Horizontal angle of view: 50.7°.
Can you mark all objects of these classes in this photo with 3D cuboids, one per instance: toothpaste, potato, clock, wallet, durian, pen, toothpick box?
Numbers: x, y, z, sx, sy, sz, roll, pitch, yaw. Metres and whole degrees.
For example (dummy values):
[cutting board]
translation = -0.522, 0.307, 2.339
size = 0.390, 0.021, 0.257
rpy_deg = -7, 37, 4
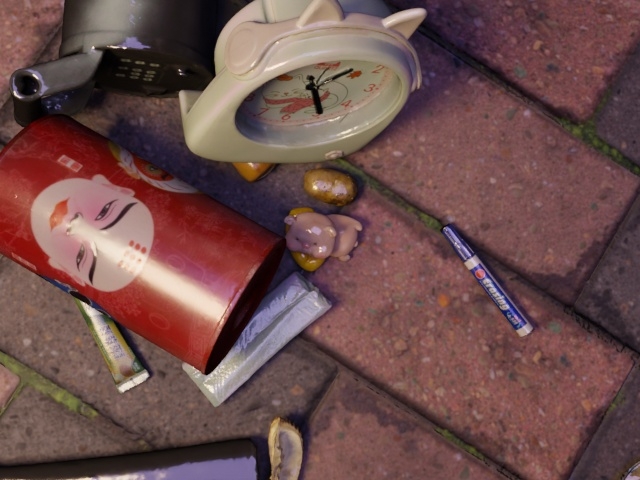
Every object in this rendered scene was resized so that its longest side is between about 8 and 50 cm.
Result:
[toothpaste]
translation = -0.310, 0.117, 0.957
size = 0.049, 0.031, 0.204
rpy_deg = -28, 91, -6
[potato]
translation = 0.015, -0.079, 0.993
size = 0.083, 0.040, 0.051
rpy_deg = 17, 72, -4
[clock]
translation = -0.012, -0.205, 0.837
size = 0.265, 0.324, 0.108
rpy_deg = -1, 70, -29
[wallet]
translation = -0.280, 0.404, 0.918
size = 0.406, 0.062, 0.228
rpy_deg = -5, 86, -5
[durian]
translation = -0.048, 0.306, 0.945
size = 0.052, 0.066, 0.130
rpy_deg = -1, 95, -4
[pen]
translation = 0.247, 0.059, 1.007
size = 0.025, 0.025, 0.204
rpy_deg = -38, 89, -6
[toothpick box]
translation = -0.236, 0.003, 0.869
size = 0.333, 0.204, 0.204
rpy_deg = 29, 84, 6

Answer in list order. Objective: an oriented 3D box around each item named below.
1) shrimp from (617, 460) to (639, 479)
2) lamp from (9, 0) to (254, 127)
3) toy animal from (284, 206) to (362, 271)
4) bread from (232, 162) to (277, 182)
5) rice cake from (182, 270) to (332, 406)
[shrimp]
translation = 0.507, 0.480, 0.978
size = 0.233, 0.071, 0.365
rpy_deg = 19, 85, 7
[lamp]
translation = -0.249, -0.328, 0.908
size = 0.374, 0.205, 0.272
rpy_deg = -16, 91, -22
[toy animal]
translation = 0.000, 0.000, 0.964
size = 0.114, 0.082, 0.091
rpy_deg = 13, 86, -4
[bread]
translation = -0.109, -0.139, 0.984
size = 0.062, 0.049, 0.103
rpy_deg = -36, 90, -6
[rice cake]
translation = -0.089, 0.135, 0.967
size = 0.222, 0.042, 0.080
rpy_deg = -40, 85, -5
